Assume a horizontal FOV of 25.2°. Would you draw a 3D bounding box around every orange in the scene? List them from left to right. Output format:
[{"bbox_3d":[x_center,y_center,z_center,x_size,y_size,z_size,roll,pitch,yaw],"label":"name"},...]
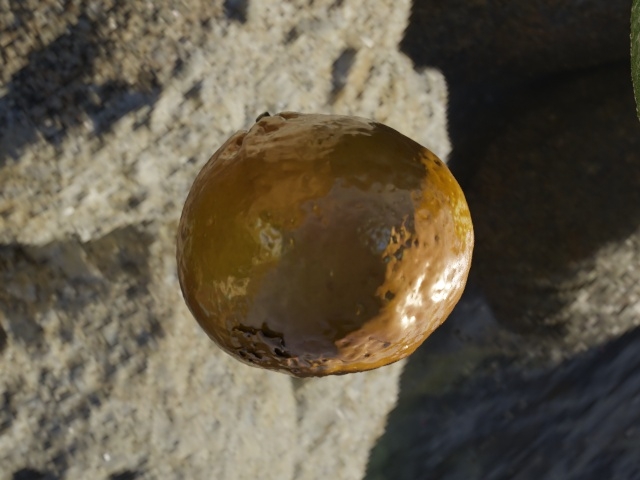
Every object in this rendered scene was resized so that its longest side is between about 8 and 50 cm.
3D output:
[{"bbox_3d":[0.002,0.002,1.037,0.219,0.219,0.193,-19,115,-19],"label":"orange"}]

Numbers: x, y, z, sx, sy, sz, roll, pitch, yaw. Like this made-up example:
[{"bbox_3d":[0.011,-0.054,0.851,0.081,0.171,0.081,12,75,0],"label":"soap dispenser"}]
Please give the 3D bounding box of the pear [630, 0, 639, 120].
[{"bbox_3d":[0.376,-0.171,1.245,0.139,0.288,0.239,17,71,-8],"label":"pear"}]
